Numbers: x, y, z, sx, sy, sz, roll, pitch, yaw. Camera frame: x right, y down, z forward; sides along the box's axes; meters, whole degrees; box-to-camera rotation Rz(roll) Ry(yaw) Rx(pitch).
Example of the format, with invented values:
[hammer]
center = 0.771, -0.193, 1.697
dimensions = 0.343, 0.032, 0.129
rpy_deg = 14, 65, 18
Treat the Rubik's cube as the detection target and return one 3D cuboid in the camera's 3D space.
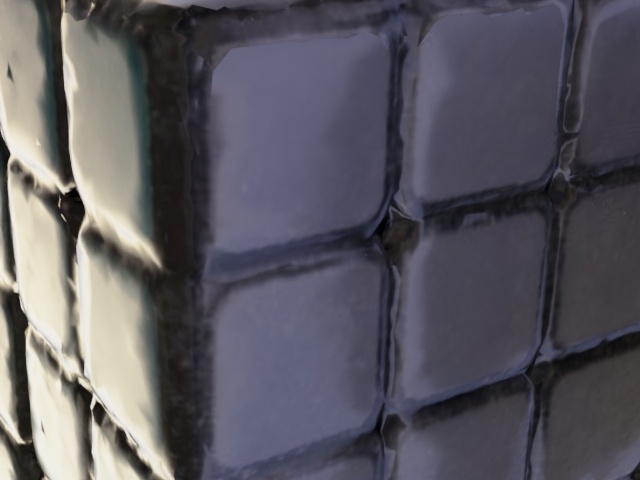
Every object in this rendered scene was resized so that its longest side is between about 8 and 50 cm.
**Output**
[Rubik's cube]
center = 0.000, 0.000, 0.567
dimensions = 0.337, 0.344, 0.344
rpy_deg = 29, -55, 51
